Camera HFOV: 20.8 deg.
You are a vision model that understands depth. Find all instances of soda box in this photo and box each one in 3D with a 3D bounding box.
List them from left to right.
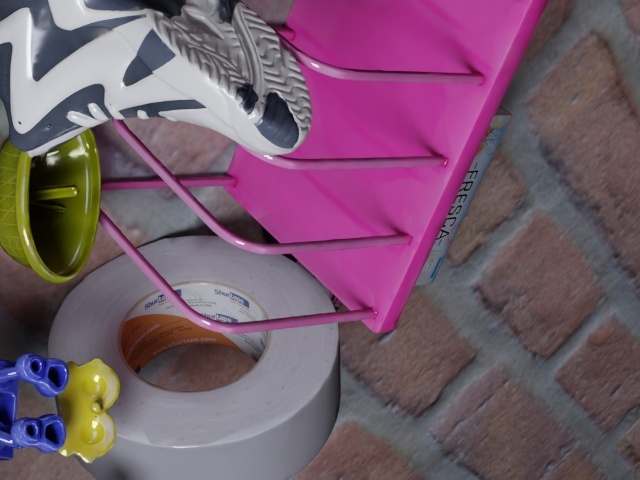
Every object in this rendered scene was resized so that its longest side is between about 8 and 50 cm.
[{"bbox_3d":[0.095,-0.048,1.526,0.058,0.063,0.183,-6,129,-45],"label":"soda box"}]

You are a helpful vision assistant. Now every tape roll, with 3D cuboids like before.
[{"bbox_3d":[-0.094,0.095,1.325,0.219,0.219,0.072,-28,140,-26],"label":"tape roll"}]

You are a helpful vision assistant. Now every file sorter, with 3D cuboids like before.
[{"bbox_3d":[-0.019,-0.102,1.225,0.182,0.202,0.290,-5,127,-44],"label":"file sorter"}]

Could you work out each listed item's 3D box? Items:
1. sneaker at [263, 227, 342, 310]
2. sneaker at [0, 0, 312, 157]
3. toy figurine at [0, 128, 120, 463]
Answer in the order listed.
[{"bbox_3d":[0.000,0.000,1.482,0.077,0.072,0.178,-42,156,-30],"label":"sneaker"},{"bbox_3d":[-0.125,-0.096,1.112,0.153,0.235,0.094,-60,177,37],"label":"sneaker"},{"bbox_3d":[-0.279,0.086,1.191,0.191,0.217,0.362,16,69,-48],"label":"toy figurine"}]
